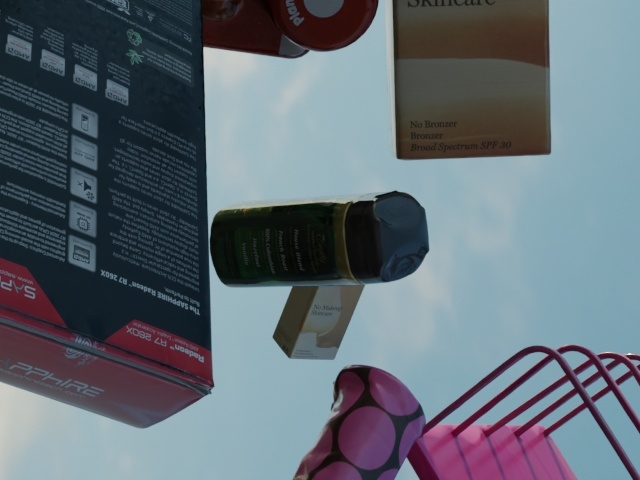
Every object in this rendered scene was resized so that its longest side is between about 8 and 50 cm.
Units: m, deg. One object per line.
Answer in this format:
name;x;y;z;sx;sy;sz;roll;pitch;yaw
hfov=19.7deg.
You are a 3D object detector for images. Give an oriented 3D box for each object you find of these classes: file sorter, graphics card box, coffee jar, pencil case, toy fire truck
file sorter;0.251;0.215;1.708;0.182;0.290;0.202;-40;-114;22
graphics card box;-0.194;-0.068;1.319;0.094;0.232;0.371;-33;-132;38
coffee jar;0.000;0.000;1.622;0.184;0.096;0.079;-3;-82;34
pencil case;0.003;0.205;1.505;0.098;0.095;0.209;13;-121;39
toy fire truck;-0.074;-0.310;1.663;0.169;0.253;0.302;-120;-142;-66

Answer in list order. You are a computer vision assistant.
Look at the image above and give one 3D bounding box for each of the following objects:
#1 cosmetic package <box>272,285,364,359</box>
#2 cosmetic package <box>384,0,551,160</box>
cosmetic package;0.002;0.062;1.844;0.041;0.060;0.115;49;-54;45
cosmetic package;0.135;-0.228;1.717;0.129;0.153;0.296;-100;-174;-83
